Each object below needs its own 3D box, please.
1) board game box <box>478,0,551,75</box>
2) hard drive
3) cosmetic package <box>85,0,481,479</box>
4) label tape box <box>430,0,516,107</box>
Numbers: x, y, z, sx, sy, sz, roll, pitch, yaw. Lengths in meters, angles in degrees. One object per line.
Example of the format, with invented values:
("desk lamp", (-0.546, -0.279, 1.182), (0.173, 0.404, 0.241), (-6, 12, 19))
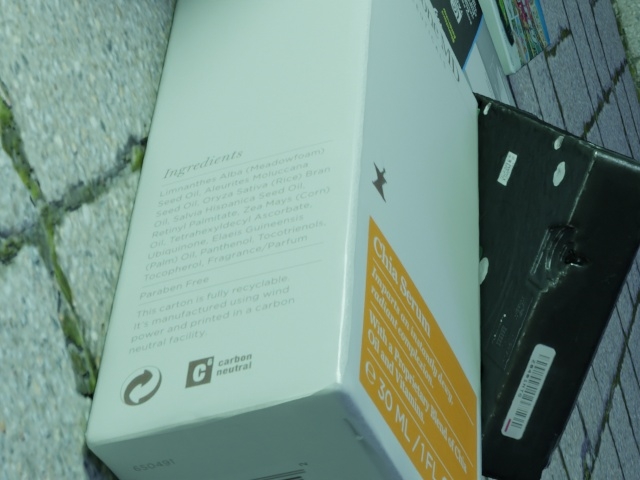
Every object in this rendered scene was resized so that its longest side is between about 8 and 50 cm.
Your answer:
("board game box", (0.189, -0.317, 1.803), (0.303, 0.097, 0.224), (-41, 115, -69))
("hard drive", (0.135, 0.020, 1.132), (0.339, 0.064, 0.237), (-132, -119, -73))
("cosmetic package", (0.000, 0.000, 0.999), (0.453, 0.161, 0.230), (-86, 153, -42))
("label tape box", (0.099, -0.115, 1.406), (0.347, 0.115, 0.249), (-67, 138, -61))
